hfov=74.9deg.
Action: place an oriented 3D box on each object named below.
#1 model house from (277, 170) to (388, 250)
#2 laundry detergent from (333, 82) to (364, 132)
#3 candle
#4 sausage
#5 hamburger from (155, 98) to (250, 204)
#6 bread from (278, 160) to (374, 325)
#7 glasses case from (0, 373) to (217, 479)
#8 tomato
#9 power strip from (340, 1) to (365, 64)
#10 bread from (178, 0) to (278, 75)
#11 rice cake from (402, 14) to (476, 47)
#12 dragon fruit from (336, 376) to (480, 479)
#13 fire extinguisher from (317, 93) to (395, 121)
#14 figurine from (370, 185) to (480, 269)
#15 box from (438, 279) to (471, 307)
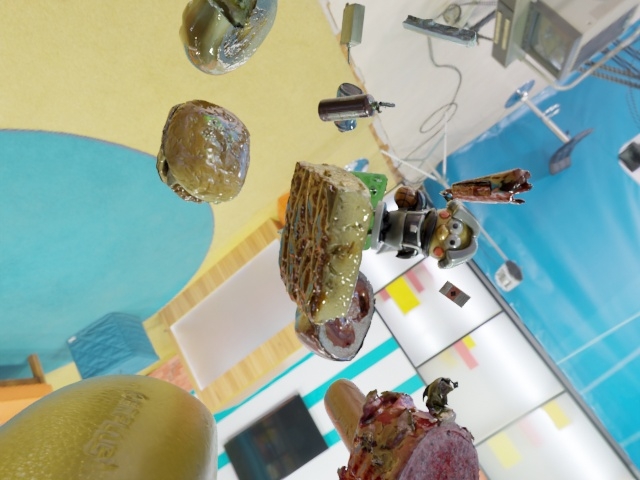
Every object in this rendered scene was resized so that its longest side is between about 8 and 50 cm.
[{"bbox_3d":[0.009,-0.145,1.587,0.339,0.323,0.301,-2,111,-37],"label":"model house"},{"bbox_3d":[0.092,-0.454,1.476,0.061,0.096,0.206,-59,172,-27],"label":"laundry detergent"},{"bbox_3d":[0.392,-0.127,1.031,0.059,0.084,0.301,-22,-168,-19],"label":"candle"},{"bbox_3d":[0.105,0.489,1.099,0.121,0.121,0.304,-29,-157,-12],"label":"sausage"},{"bbox_3d":[-0.317,-0.242,1.169,0.144,0.284,0.259,5,178,40],"label":"hamburger"},{"bbox_3d":[0.000,0.000,0.823,0.114,0.185,0.275,-3,116,-27],"label":"bread"},{"bbox_3d":[-0.168,0.203,0.312,0.173,0.141,0.371,16,176,-12],"label":"glasses case"},{"bbox_3d":[0.018,0.175,1.005,0.155,0.181,0.214,-9,-142,49],"label":"tomato"},{"bbox_3d":[0.095,-0.630,1.273,0.042,0.075,0.175,-1,105,-26],"label":"power strip"},{"bbox_3d":[-0.271,-0.642,1.218,0.333,0.160,0.333,-45,176,-4],"label":"bread"},{"bbox_3d":[0.280,-0.497,0.988,0.031,0.180,0.042,-64,160,1],"label":"rice cake"},{"bbox_3d":[0.125,0.331,0.610,0.210,0.283,0.147,11,172,-36],"label":"dragon fruit"},{"bbox_3d":[0.112,-0.411,1.290,0.230,0.071,0.099,4,-169,30],"label":"fire extinguisher"},{"bbox_3d":[0.243,-0.029,0.960,0.133,0.236,0.176,4,97,-77],"label":"figurine"},{"bbox_3d":[0.397,0.159,1.237,0.046,0.083,0.012,-58,170,25],"label":"box"}]
